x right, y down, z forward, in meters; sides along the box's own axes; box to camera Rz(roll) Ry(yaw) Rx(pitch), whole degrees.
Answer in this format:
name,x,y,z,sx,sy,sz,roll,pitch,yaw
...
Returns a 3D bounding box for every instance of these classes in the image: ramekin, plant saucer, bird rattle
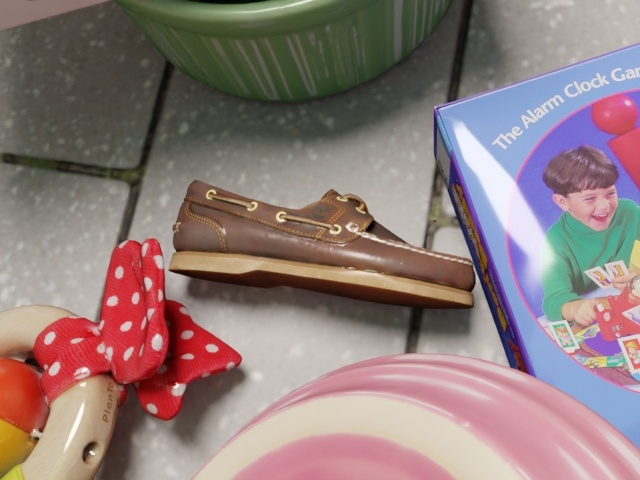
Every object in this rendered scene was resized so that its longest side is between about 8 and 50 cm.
name,x,y,z,sx,sy,sz,roll,pitch,yaw
ramekin,-0.029,-0.249,0.508,0.303,0.148,0.303,-2,74,8
plant saucer,0.018,0.202,0.328,0.332,0.084,0.332,-19,53,27
bird rattle,-0.184,0.110,0.445,0.206,0.143,0.254,7,71,27

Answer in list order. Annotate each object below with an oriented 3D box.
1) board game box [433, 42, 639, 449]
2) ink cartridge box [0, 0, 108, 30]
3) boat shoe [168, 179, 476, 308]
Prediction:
name,x,y,z,sx,sy,sz,roll,pitch,yaw
board game box,0.270,-0.018,0.432,0.347,0.078,0.233,-17,72,4
ink cartridge box,-0.106,-0.293,0.368,0.384,0.160,0.279,-14,72,4
boat shoe,0.000,0.000,0.470,0.207,0.073,0.073,9,77,11
